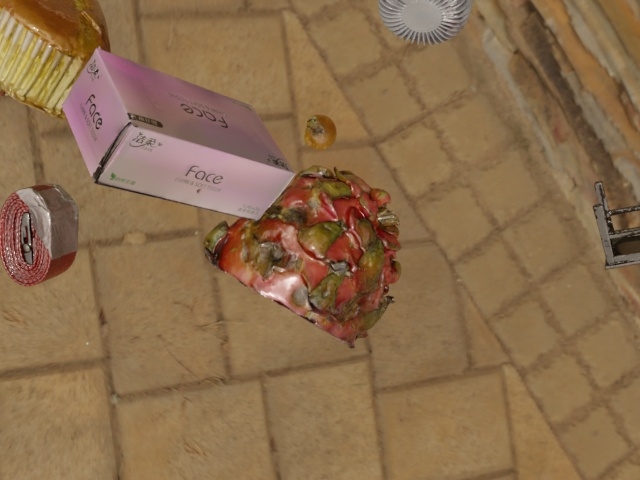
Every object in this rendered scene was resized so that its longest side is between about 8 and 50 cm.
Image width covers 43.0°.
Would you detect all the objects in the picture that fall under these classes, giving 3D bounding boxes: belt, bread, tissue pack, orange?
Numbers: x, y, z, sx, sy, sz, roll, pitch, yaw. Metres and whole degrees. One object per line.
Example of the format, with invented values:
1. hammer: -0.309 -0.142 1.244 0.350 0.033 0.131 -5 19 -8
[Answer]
1. belt: -0.566 -0.017 1.651 0.127 0.124 0.201 9 104 15
2. bread: -0.423 -0.329 1.257 0.204 0.288 0.156 19 120 -42
3. tissue pack: -0.168 -0.123 0.979 0.246 0.092 0.149 12 36 -46
4. orange: 0.000 -0.260 1.948 0.086 0.062 0.086 0 83 1

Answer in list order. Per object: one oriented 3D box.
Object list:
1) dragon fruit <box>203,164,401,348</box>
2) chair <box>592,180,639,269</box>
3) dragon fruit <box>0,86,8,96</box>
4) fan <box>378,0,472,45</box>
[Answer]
1. dragon fruit: 0.000 0.000 1.378 0.296 0.314 0.263 29 85 28
2. chair: 0.425 0.026 1.053 0.213 0.101 0.084 69 28 -22
3. dragon fruit: -0.615 -0.367 1.613 0.172 0.160 0.167 -28 49 8
4. fan: 0.106 -0.362 1.088 0.244 0.130 0.074 38 50 -33
